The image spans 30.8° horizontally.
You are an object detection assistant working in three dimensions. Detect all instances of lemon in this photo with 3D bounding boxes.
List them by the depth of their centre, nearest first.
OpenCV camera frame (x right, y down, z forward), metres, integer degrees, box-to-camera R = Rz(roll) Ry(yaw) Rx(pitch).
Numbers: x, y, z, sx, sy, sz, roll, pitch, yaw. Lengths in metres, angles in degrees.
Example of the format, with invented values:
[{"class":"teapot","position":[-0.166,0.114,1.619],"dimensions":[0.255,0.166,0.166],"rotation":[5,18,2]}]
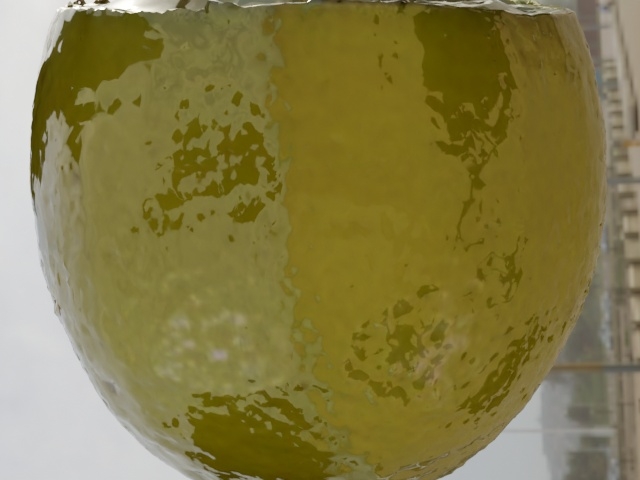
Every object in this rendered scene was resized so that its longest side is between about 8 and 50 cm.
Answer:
[{"class":"lemon","position":[0.000,0.000,0.715],"dimensions":[0.364,0.364,0.364],"rotation":[-2,-90,-77]}]
